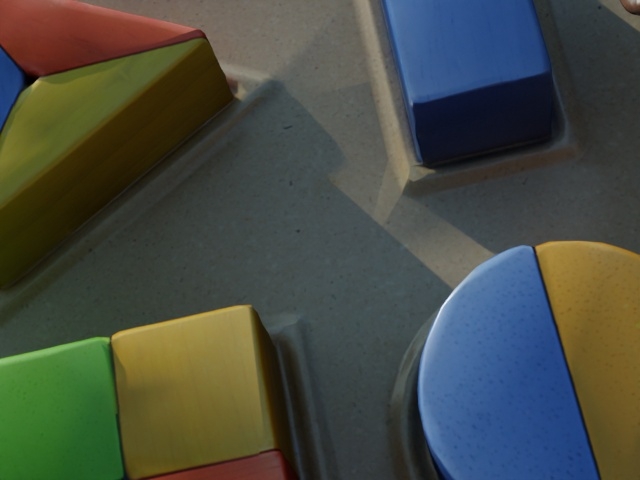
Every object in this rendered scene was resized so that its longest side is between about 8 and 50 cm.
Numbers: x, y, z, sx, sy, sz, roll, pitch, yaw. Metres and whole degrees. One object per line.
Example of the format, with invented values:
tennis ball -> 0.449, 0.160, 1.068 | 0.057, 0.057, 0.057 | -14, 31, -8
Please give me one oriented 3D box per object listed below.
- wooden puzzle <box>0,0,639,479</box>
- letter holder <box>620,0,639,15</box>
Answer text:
wooden puzzle -> 0.000, 0.000, 0.474 | 0.348, 0.080, 0.322 | -11, 66, -1
letter holder -> 0.224, -0.116, 0.339 | 0.302, 0.152, 0.214 | -43, 32, 46
